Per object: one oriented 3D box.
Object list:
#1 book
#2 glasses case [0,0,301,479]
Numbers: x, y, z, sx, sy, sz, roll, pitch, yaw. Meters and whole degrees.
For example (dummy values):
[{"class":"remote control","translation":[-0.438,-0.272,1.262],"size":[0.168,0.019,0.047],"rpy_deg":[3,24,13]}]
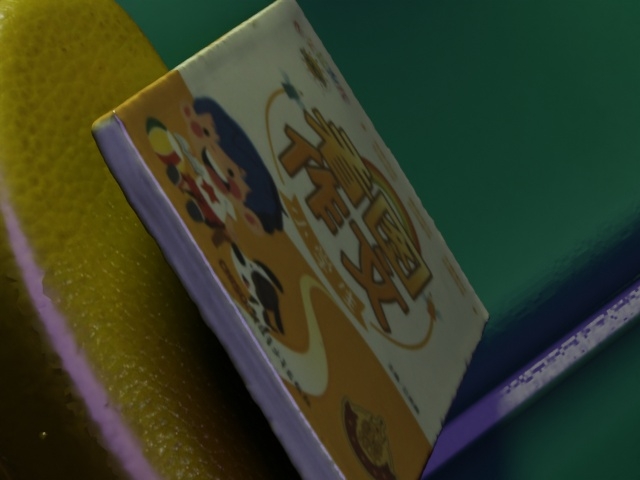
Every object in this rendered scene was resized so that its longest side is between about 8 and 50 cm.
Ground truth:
[{"class":"book","translation":[0.000,0.000,0.873],"size":[0.208,0.020,0.295],"rpy_deg":[58,20,-8]},{"class":"glasses case","translation":[-0.088,0.077,0.831],"size":[0.371,0.141,0.173],"rpy_deg":[58,34,-7]}]
